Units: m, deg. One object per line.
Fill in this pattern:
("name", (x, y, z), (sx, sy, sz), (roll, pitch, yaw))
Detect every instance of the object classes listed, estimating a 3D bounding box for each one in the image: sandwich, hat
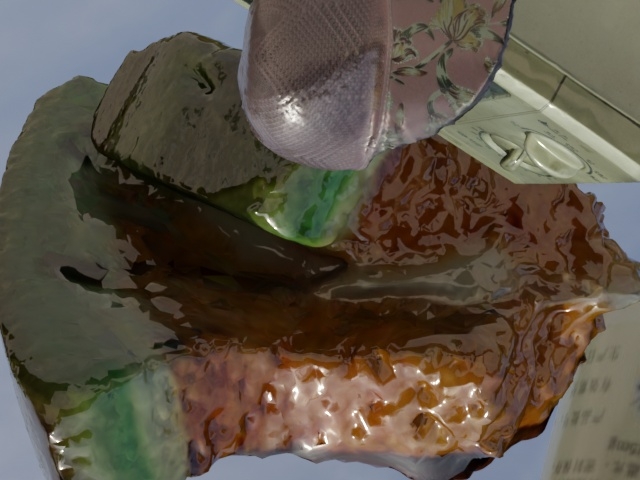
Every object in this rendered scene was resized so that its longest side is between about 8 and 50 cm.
("sandwich", (0.000, 0.000, 0.768), (0.301, 0.162, 0.250), (5, -143, -3))
("hat", (0.009, -0.052, 0.388), (0.087, 0.042, 0.058), (-43, -142, 46))

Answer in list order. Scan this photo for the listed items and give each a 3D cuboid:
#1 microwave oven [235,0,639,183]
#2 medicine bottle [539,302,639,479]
("microwave oven", (0.038, -0.157, 0.597), (0.194, 0.240, 0.145), (-60, -167, -8))
("medicine bottle", (0.192, 0.180, 0.915), (0.170, 0.170, 0.293), (5, -112, 35))
